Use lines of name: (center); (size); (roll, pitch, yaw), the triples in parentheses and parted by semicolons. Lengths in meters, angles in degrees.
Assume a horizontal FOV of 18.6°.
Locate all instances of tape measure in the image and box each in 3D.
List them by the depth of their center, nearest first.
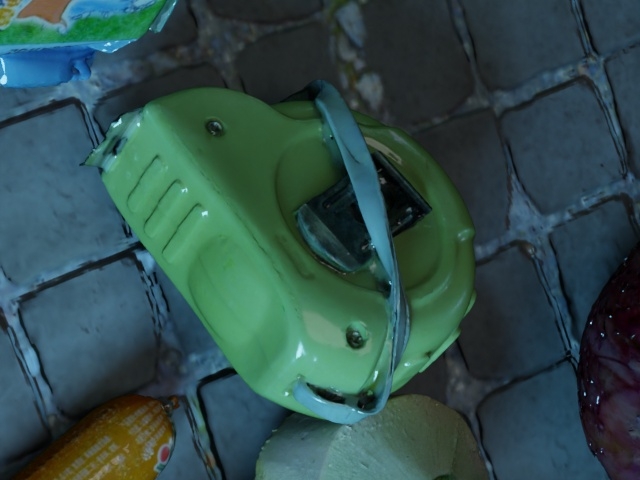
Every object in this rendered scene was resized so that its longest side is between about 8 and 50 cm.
tape measure: (0.000, 0.000, 1.045); (0.175, 0.106, 0.200); (-23, 69, -40)

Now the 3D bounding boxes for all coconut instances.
coconut: (0.033, 0.140, 1.062); (0.116, 0.122, 0.116); (3, 85, -30)

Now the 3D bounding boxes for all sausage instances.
sausage: (-0.195, 0.187, 0.970); (0.348, 0.053, 0.053); (-40, 105, -26)

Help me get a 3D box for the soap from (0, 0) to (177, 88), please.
soap: (-0.104, -0.191, 0.939); (0.156, 0.293, 0.077); (-11, 55, -50)

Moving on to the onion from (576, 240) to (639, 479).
onion: (0.275, 0.074, 1.165); (0.252, 0.219, 0.252); (2, 113, 6)
